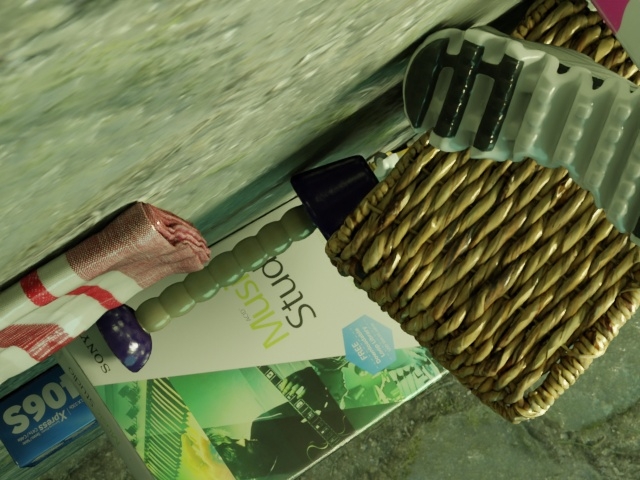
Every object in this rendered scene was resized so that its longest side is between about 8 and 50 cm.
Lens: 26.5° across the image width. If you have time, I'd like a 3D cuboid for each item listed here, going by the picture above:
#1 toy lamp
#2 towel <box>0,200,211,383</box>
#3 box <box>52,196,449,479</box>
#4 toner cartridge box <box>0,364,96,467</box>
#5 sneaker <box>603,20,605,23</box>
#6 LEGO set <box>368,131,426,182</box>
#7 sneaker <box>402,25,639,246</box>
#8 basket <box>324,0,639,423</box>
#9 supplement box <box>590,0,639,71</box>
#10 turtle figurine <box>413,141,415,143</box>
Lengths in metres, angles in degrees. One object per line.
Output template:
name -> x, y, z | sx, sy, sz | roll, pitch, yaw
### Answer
toy lamp -> -0.067, 0.017, 1.198 | 0.275, 0.080, 0.080 | -34, 176, 3
towel -> -0.233, 0.080, 0.971 | 0.329, 0.037, 0.237 | -33, 175, 2
box -> -0.060, 0.113, 1.301 | 0.322, 0.232, 0.058 | -32, 171, -26
toner cartridge box -> -0.203, 0.133, 1.543 | 0.348, 0.075, 0.165 | -33, 177, -9
sneaker -> 0.335, -0.228, 1.540 | 0.047, 0.057, 0.119 | -30, 174, -13
LEGO set -> 0.162, -0.086, 1.525 | 0.287, 0.107, 0.132 | -30, 175, -31
sneaker -> 0.206, -0.079, 0.967 | 0.110, 0.292, 0.118 | -66, 171, 25
basket -> 0.184, -0.020, 1.135 | 0.299, 0.223, 0.213 | -50, 171, 0
supplement box -> 0.271, -0.199, 0.997 | 0.114, 0.111, 0.220 | -35, 176, 26
turtle figurine -> 0.197, -0.116, 1.389 | 0.234, 0.118, 0.175 | -48, -163, -33
